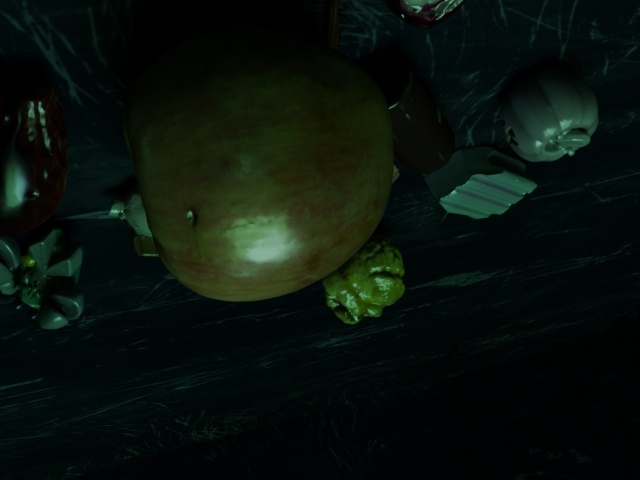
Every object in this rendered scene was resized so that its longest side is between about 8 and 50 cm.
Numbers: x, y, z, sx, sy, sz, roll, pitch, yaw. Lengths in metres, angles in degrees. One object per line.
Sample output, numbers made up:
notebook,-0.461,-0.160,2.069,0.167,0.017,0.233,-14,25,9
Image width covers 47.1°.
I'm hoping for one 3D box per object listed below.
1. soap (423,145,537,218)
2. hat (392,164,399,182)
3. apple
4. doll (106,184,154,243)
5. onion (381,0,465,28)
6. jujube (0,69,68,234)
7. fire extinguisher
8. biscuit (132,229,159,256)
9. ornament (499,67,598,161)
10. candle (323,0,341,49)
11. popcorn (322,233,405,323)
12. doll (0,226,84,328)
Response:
soap,0.342,-0.127,1.584,0.230,0.091,0.145,12,137,-46
hat,0.022,-0.059,1.469,0.237,0.107,0.286,11,117,-45
apple,-0.082,-0.107,1.012,0.346,0.391,0.391,-14,153,-15
doll,-0.267,-0.063,1.277,0.192,0.095,0.149,-31,142,27
onion,0.145,-0.382,0.942,0.198,0.135,0.173,-40,148,6
jujube,-0.429,-0.121,1.008,0.168,0.168,0.236,0,130,-34
fire extinguisher,0.164,-0.208,1.292,0.135,0.114,0.337,-65,150,-8
biscuit,-0.262,-0.029,1.419,0.182,0.034,0.215,0,147,-34
ornament,0.430,-0.226,1.371,0.177,0.177,0.177,-16,153,-8
candle,0.019,-0.325,1.064,0.026,0.021,0.167,-23,154,-15
popcorn,0.088,0.082,1.702,0.203,0.200,0.226,-14,-164,-28
doll,-0.502,0.087,1.335,0.195,0.153,0.258,16,139,8
